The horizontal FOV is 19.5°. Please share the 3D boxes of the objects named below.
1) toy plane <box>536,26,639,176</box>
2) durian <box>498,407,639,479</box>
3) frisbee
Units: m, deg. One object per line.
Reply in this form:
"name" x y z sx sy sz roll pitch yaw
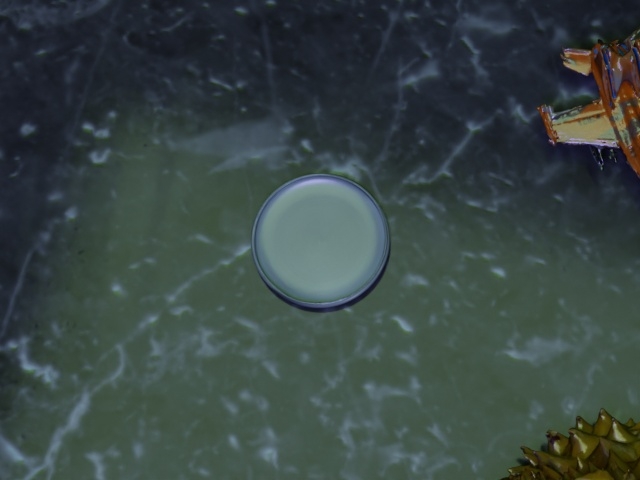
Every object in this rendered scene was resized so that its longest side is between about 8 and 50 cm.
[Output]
"toy plane" 0.250 -0.074 1.449 0.135 0.062 0.188 -19 90 -1
"durian" 0.268 0.228 1.304 0.185 0.195 0.305 -42 75 -13
"frisbee" 0.000 0.000 1.465 0.110 0.014 0.110 -1 77 5
